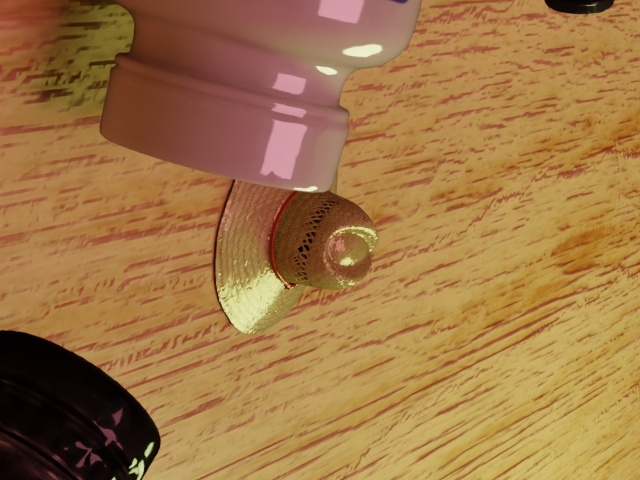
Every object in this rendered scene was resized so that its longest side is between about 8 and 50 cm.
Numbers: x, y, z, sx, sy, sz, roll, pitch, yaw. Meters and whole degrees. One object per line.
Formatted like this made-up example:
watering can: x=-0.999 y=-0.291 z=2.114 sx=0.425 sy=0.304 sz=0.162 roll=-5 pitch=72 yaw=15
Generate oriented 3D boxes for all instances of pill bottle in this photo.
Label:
pill bottle: x=-0.017 y=-0.166 z=0.831 sx=0.152 sy=0.152 sz=0.272 roll=0 pitch=107 yaw=-64
pill bottle: x=-0.161 y=0.151 z=0.775 sx=0.219 sy=0.122 sz=0.123 roll=-59 pitch=152 yaw=-28

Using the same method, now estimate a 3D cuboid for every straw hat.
straw hat: x=0.000 y=0.000 z=1.084 sx=0.144 sy=0.061 sz=0.144 roll=-43 pitch=142 yaw=-47

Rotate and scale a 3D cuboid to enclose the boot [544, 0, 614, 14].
boot: x=0.168 y=-0.205 z=1.160 sx=0.121 sy=0.045 sz=0.099 roll=-62 pitch=155 yaw=-60
